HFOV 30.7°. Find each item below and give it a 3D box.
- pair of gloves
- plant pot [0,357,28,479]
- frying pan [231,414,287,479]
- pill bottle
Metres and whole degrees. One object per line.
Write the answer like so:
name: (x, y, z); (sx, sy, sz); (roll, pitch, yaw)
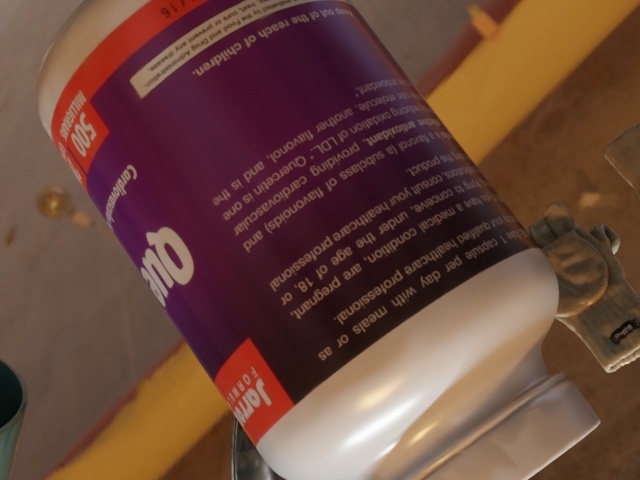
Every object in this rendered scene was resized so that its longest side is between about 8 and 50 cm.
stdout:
pair of gloves: (0.323, 0.001, 1.183); (0.240, 0.042, 0.204); (-42, -130, 0)
plant pot: (-0.402, 0.223, 0.953); (0.293, 0.293, 0.235); (36, -61, 59)
frying pan: (-0.045, 0.135, 1.238); (0.053, 0.197, 0.326); (4, -108, 13)
pill bottle: (0.000, 0.000, 0.623); (0.181, 0.181, 0.323); (-41, -105, 24)
